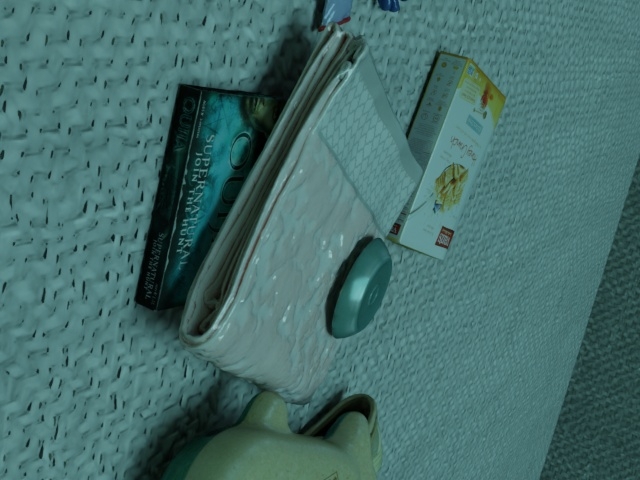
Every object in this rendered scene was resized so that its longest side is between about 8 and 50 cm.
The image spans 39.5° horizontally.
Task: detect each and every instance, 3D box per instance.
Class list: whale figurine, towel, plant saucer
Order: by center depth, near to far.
[{"bbox_3d":[0.000,0.000,0.891,0.317,0.053,0.332,-64,158,-11],"label":"towel"},{"bbox_3d":[-0.053,0.256,0.894,0.272,0.141,0.216,-16,96,-50],"label":"whale figurine"},{"bbox_3d":[0.050,0.056,0.965,0.119,0.021,0.119,-54,158,-34],"label":"plant saucer"}]

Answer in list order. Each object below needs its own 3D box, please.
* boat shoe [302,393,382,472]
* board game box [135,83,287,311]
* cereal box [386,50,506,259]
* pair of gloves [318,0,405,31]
[{"bbox_3d":[-0.011,0.275,1.048,0.302,0.109,0.098,-28,125,-56],"label":"boat shoe"},{"bbox_3d":[-0.091,-0.037,0.767,0.126,0.026,0.186,-9,116,-59],"label":"board game box"},{"bbox_3d":[0.157,-0.101,1.145,0.173,0.047,0.240,17,94,-62],"label":"cereal box"},{"bbox_3d":[0.049,-0.289,0.852,0.198,0.023,0.159,-33,138,-47],"label":"pair of gloves"}]
